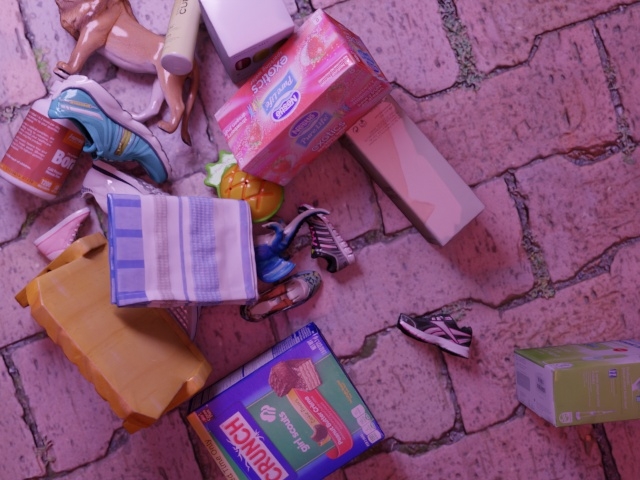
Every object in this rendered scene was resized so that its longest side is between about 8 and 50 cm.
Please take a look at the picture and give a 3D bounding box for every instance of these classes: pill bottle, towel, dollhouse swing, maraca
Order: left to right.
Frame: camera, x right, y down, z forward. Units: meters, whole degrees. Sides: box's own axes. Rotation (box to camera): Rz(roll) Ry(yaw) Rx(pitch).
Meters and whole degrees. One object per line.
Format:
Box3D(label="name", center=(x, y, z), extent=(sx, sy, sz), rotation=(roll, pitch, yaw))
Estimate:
Box3D(label="pill bottle", center=(-0.531, -0.199, 1.328), extent=(0.121, 0.121, 0.216), rotation=(29, 90, -6))
Box3D(label="dollhouse swing", center=(-0.420, 0.210, 1.210), extent=(0.315, 0.305, 0.347), rotation=(-35, 97, 26))
Box3D(label="towel", center=(-0.243, 0.018, 1.226), extent=(0.285, 0.034, 0.209), rotation=(2, 78, -36))
Box3D(label="maraca", center=(-0.157, -0.113, 1.381), extent=(0.185, 0.099, 0.127), rotation=(41, 78, 16))

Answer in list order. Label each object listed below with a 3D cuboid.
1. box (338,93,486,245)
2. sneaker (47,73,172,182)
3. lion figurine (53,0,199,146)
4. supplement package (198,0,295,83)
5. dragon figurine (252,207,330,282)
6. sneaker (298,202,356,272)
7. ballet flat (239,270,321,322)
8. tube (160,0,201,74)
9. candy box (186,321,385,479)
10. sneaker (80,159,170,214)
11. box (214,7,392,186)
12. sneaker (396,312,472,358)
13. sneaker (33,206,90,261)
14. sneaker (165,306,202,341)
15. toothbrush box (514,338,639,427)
Box3D(label="box", center=(0.182, -0.144, 1.385), extent=(0.121, 0.148, 0.311), rotation=(-42, 94, -1))
Box3D(label="sneaker", center=(-0.406, -0.196, 1.306), extent=(0.275, 0.107, 0.110), rotation=(43, 69, -37))
Box3D(label="lion figurine", center=(-0.373, -0.384, 1.344), extent=(0.392, 0.142, 0.240), rotation=(33, 80, -20))
Box3D(label="supplement package", center=(-0.142, -0.411, 1.292), extent=(0.139, 0.244, 0.134), rotation=(-27, 95, -3))
Box3D(label="dragon figurine", center=(-0.101, 0.030, 1.385), extent=(0.289, 0.085, 0.144), rotation=(-21, 106, 1))
Box3D(label="sneaker", center=(0.000, 0.000, 1.414), extent=(0.075, 0.063, 0.170), rotation=(-40, 100, -8))
Box3D(label="ballet flat", center=(-0.080, 0.122, 1.412), extent=(0.188, 0.070, 0.070), rotation=(-29, 95, -4))
Box3D(label="tube", center=(-0.266, -0.433, 1.313), extent=(0.070, 0.062, 0.240), rotation=(3, 62, 2))
Box3D(label="candy box", center=(-0.074, 0.370, 1.395), extent=(0.317, 0.122, 0.268), rotation=(-33, 95, -2))
Box3D(label="sneaker", center=(-0.375, -0.077, 1.355), extent=(0.235, 0.090, 0.095), rotation=(30, 93, 16))
Box3D(label="box", center=(-0.037, -0.261, 1.280), extent=(0.300, 0.142, 0.154), rotation=(-39, 62, 24))
Box3D(label="sneaker", center=(0.248, 0.188, 1.452), extent=(0.178, 0.072, 0.077), rotation=(25, 78, -14))
Box3D(label="sneaker", center=(-0.512, -0.007, 1.375), extent=(0.134, 0.051, 0.070), rotation=(-36, 97, 1))
Box3D(label="sneaker", center=(-0.290, 0.116, 1.373), extent=(0.126, 0.127, 0.321), rotation=(22, 114, -1))
Box3D(label="toothbrush box", center=(0.579, 0.292, 1.409), extent=(0.283, 0.206, 0.122), rotation=(-3, 92, -4))
